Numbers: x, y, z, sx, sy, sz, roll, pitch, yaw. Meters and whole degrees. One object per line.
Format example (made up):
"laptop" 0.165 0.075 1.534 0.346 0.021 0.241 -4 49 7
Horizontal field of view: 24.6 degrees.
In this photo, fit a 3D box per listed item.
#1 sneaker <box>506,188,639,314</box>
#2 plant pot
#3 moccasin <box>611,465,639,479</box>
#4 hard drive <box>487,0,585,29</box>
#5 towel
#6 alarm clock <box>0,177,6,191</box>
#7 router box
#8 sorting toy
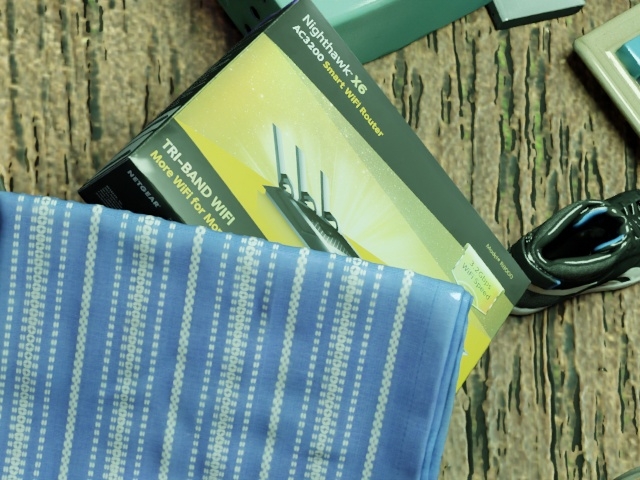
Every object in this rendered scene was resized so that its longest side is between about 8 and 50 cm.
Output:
"sneaker" 0.256 -0.003 1.267 0.216 0.121 0.079 -24 79 -25
"plant pot" 0.034 -0.252 1.276 0.234 0.165 0.166 -33 82 -20
"moccasin" 0.396 0.283 1.202 0.380 0.139 0.147 25 54 -18
"hard drive" 0.186 -0.272 1.407 0.094 0.022 0.135 -15 74 -23
"towel" -0.076 0.110 1.032 0.335 0.040 0.243 11 110 3
"alarm clock" -0.297 0.005 1.113 0.129 0.064 0.192 -16 72 -24
"router box" 0.000 0.000 1.134 0.309 0.081 0.243 50 49 -12
"sorting toy" 0.401 -0.109 1.391 0.229 0.041 0.307 -30 81 -32
